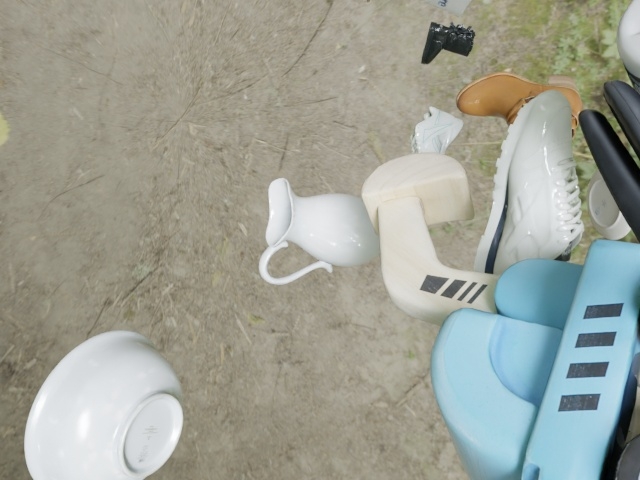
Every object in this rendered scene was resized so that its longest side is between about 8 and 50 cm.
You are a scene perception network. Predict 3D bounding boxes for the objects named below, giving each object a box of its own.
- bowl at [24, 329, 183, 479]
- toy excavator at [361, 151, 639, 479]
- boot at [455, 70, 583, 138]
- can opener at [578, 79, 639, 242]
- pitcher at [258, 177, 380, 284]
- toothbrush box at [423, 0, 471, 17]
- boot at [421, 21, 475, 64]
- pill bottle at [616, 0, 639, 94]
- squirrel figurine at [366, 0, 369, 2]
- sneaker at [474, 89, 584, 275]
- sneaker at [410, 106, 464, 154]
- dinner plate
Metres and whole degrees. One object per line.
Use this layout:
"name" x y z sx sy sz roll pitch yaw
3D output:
"bowl" -0.332 0.312 1.065 0.134 0.298 0.297 11 101 30
"toy excavator" 0.184 0.089 0.603 0.432 0.446 0.222 -60 144 -31
"boot" 0.439 -0.284 1.407 0.284 0.220 0.109 4 132 18
"can opener" 0.199 -0.022 0.360 0.073 0.186 0.059 10 132 -29
"pitcher" 0.000 0.000 1.069 0.207 0.125 0.177 12 99 -32
"toothbrush box" 0.106 -0.451 0.789 0.283 0.122 0.206 25 88 -1
"boot" 0.276 -0.420 1.352 0.099 0.121 0.045 14 61 3
"pill bottle" 0.301 -0.089 0.439 0.119 0.119 0.208 -46 123 -1
"squirrel figurine" 0.061 -0.659 1.214 0.281 0.370 0.396 19 64 -8
"sneaker" 0.241 -0.040 0.667 0.090 0.095 0.235 -15 120 -34
"sneaker" 0.151 -0.131 0.894 0.061 0.053 0.152 32 59 -4
"dinner plate" 0.532 -0.071 1.152 0.017 0.141 0.141 -6 102 -9
